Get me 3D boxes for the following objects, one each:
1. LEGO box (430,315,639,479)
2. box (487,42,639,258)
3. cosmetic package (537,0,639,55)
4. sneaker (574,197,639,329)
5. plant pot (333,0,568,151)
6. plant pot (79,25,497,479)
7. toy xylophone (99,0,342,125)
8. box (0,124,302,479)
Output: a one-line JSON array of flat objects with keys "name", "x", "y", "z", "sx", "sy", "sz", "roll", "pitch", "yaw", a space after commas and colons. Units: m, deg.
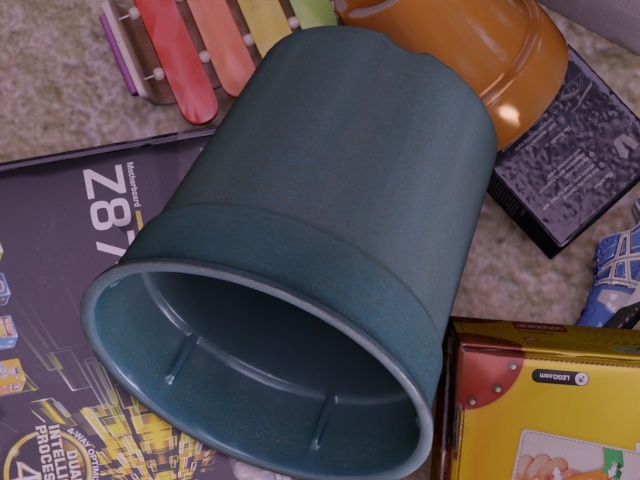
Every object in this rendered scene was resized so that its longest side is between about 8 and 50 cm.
[{"name": "LEGO box", "x": 0.356, "y": 0.284, "z": 1.755, "sx": 0.500, "sy": 0.193, "sz": 0.373, "roll": 5, "pitch": 96, "yaw": 1}, {"name": "box", "x": 0.251, "y": -0.092, "z": 1.915, "sx": 0.156, "sy": 0.093, "sz": 0.158, "roll": -41, "pitch": 83, "yaw": -7}, {"name": "cosmetic package", "x": 0.234, "y": -0.342, "z": 1.862, "sx": 0.377, "sy": 0.284, "sz": 0.097, "roll": 29, "pitch": 81, "yaw": 3}, {"name": "sneaker", "x": 0.312, "y": 0.045, "z": 1.908, "sx": 0.081, "sy": 0.080, "sz": 0.211, "roll": 38, "pitch": 72, "yaw": 11}, {"name": "plant pot", "x": 0.116, "y": -0.208, "z": 1.839, "sx": 0.205, "sy": 0.205, "sz": 0.188, "roll": -49, "pitch": 124, "yaw": -8}, {"name": "plant pot", "x": 0.000, "y": 0.000, "z": 1.716, "sx": 0.341, "sy": 0.341, "sz": 0.334, "roll": 24, "pitch": 59, "yaw": 3}, {"name": "toy xylophone", "x": -0.086, "y": -0.272, "z": 1.943, "sx": 0.322, "sy": 0.081, "sz": 0.236, "roll": -30, "pitch": 82, "yaw": -7}, {"name": "box", "x": -0.207, "y": 0.101, "z": 1.869, "sx": 0.318, "sy": 0.097, "sz": 0.395, "roll": -9, "pitch": 80, "yaw": -7}]
